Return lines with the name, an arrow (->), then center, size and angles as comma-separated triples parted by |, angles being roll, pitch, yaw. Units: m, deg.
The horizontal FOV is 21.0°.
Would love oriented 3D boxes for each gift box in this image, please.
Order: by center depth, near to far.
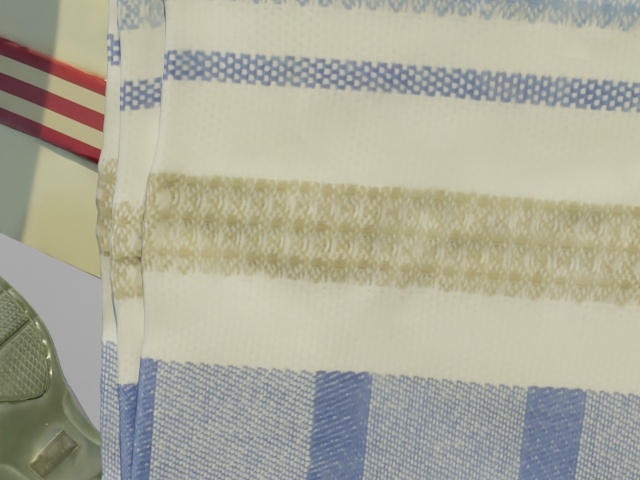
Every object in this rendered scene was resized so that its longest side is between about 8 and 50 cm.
gift box -> -0.085, -0.121, 1.107 | 0.255, 0.258, 0.276 | -32, -41, -50

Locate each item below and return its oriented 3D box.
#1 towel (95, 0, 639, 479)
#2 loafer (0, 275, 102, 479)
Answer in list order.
towel -> 0.049, -0.046, 0.426 | 0.209, 0.034, 0.285 | 3, -74, -1
loafer -> -0.188, 0.122, 1.072 | 0.096, 0.267, 0.084 | -37, -5, -31
